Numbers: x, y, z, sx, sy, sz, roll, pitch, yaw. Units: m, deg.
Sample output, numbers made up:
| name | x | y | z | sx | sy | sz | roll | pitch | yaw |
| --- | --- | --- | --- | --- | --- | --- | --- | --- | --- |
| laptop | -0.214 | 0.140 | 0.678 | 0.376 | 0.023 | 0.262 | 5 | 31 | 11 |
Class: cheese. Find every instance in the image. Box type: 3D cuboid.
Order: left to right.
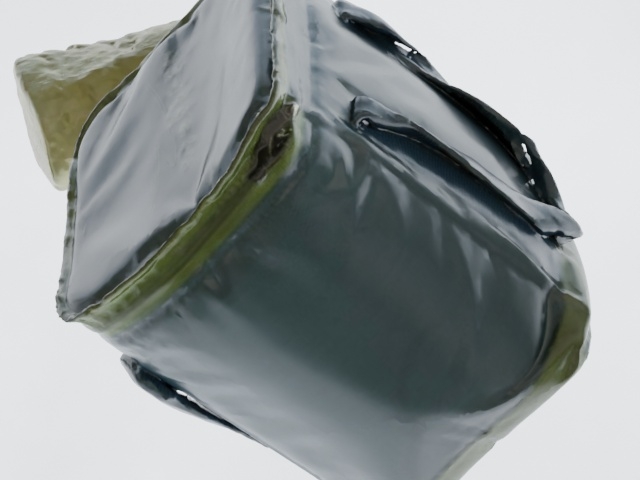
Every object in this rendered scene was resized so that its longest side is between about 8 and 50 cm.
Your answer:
| name | x | y | z | sx | sy | sz | roll | pitch | yaw |
| --- | --- | --- | --- | --- | --- | --- | --- | --- | --- |
| cheese | -0.135 | -0.105 | 1.327 | 0.167 | 0.094 | 0.123 | -14 | -136 | -13 |

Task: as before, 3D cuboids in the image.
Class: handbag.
| name | x | y | z | sx | sy | sz | roll | pitch | yaw |
| --- | --- | --- | --- | --- | --- | --- | --- | --- | --- |
| handbag | 0.000 | 0.000 | 1.010 | 0.241 | 0.222 | 0.263 | 36 | -155 | -22 |
